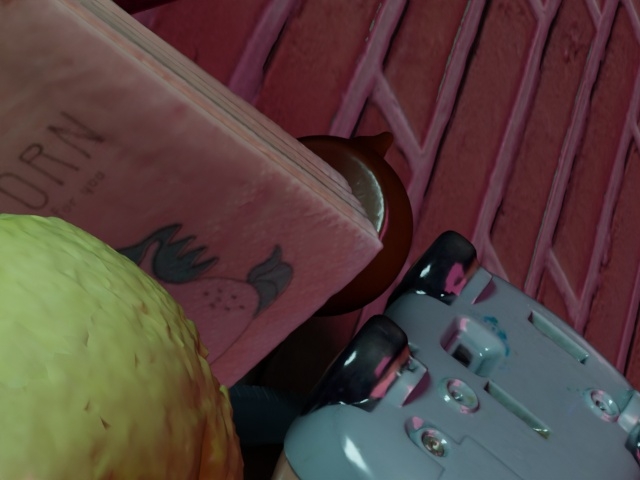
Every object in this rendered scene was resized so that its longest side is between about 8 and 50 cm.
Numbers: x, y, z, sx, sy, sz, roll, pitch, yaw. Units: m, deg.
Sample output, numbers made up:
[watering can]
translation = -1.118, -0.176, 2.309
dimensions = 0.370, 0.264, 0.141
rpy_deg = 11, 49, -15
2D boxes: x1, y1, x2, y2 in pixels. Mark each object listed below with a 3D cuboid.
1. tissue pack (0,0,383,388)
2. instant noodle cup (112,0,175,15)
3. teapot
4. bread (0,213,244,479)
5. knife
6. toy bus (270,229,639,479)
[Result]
[tissue pack]
translation = -0.116, -0.018, 0.752
dimensions = 0.325, 0.170, 0.071
rpy_deg = 34, 18, -53
[instant noodle cup]
translation = -0.110, -0.201, 0.774
dimensions = 0.258, 0.182, 0.302
rpy_deg = -3, 87, -62
[teapot]
translation = 0.000, 0.000, 1.026
dimensions = 0.116, 0.116, 0.173
rpy_deg = 42, 73, -50
[bread]
translation = -0.155, 0.141, 0.568
dimensions = 0.320, 0.237, 0.320
rpy_deg = -21, 116, -53
[knife]
translation = -0.078, 0.102, 0.948
dimensions = 0.313, 0.019, 0.044
rpy_deg = 9, 66, -61
[toy bus]
translation = 0.064, 0.149, 0.996
dimensions = 0.194, 0.232, 0.287
rpy_deg = 41, 33, 1
